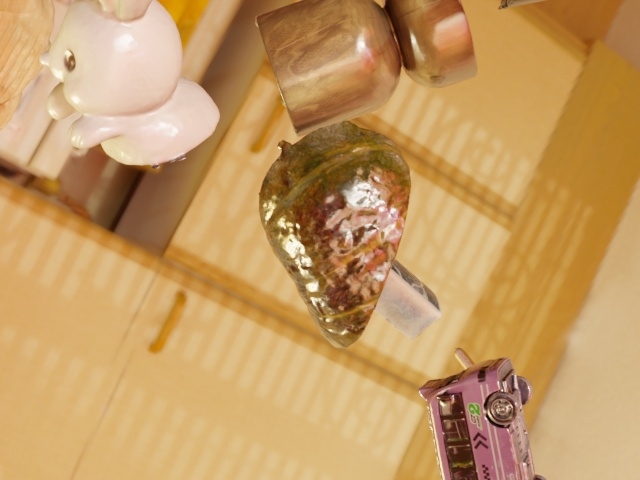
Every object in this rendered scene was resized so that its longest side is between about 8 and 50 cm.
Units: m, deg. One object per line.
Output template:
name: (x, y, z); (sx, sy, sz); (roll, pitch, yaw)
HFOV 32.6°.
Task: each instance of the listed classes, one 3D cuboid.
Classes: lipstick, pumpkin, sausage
lipstick: (0.062, 0.038, 1.608); (0.076, 0.289, 0.077); (-41, -151, 15)
pumpkin: (0.000, 0.004, 1.284); (0.111, 0.163, 0.278); (-115, -138, -64)
sausage: (0.186, 0.160, 1.296); (0.015, 0.015, 0.100); (-53, -137, 15)

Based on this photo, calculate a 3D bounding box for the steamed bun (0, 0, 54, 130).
steamed bun: (-0.479, -0.263, 1.327); (0.276, 0.203, 0.289); (-33, 151, -32)

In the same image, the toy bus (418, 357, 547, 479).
toy bus: (0.157, 0.207, 1.044); (0.098, 0.087, 0.178); (-9, -88, 22)

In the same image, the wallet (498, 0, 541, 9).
wallet: (0.381, -0.335, 1.229); (0.377, 0.051, 0.197); (-13, -161, 13)

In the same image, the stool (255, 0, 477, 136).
stool: (0.061, -0.266, 1.502); (0.264, 0.179, 0.179); (-19, -145, 1)

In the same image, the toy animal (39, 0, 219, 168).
toy animal: (-0.157, -0.159, 0.796); (0.131, 0.221, 0.104); (-15, -138, -3)
